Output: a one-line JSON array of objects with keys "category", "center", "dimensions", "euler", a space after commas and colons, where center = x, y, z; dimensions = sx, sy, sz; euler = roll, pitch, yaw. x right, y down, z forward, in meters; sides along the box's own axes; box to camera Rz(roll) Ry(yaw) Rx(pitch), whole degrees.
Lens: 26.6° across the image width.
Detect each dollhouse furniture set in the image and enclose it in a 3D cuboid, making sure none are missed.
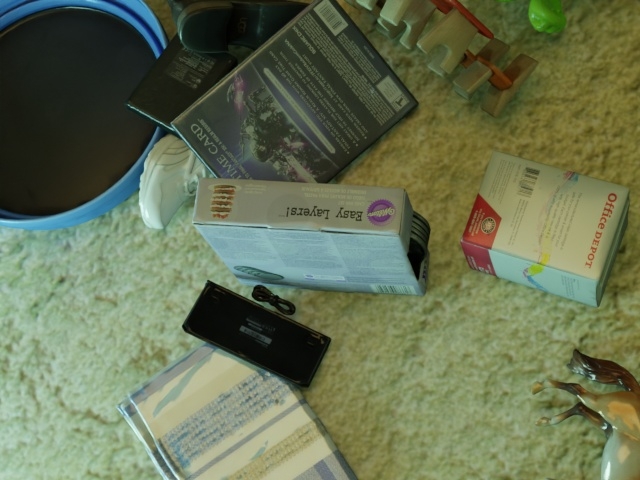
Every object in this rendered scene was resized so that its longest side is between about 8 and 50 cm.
[{"category": "dollhouse furniture set", "center": [0.140, -0.315, 1.744], "dimensions": [0.135, 0.262, 0.259], "euler": [-50, 32, 4]}]

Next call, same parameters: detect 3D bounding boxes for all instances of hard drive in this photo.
[{"category": "hard drive", "center": [-0.187, -0.211, 1.814], "dimensions": [0.094, 0.022, 0.135], "euler": [29, 72, 13]}]

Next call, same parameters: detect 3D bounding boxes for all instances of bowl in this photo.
[{"category": "bowl", "center": [-0.385, -0.197, 1.908], "dimensions": [0.391, 0.077, 0.391], "euler": [-4, 72, 11]}]

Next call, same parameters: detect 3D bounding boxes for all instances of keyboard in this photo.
[{"category": "keyboard", "center": [-0.077, 0.111, 1.742], "dimensions": [0.180, 0.023, 0.108], "euler": [26, 62, 3]}]

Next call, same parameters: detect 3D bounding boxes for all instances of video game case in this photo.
[{"category": "video game case", "center": [-0.033, -0.168, 1.790], "dimensions": [0.274, 0.026, 0.196], "euler": [-41, 100, -5]}]

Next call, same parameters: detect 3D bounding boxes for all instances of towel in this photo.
[{"category": "towel", "center": [-0.105, 0.258, 1.720], "dimensions": [0.209, 0.034, 0.285], "euler": [-36, 70, -3]}]

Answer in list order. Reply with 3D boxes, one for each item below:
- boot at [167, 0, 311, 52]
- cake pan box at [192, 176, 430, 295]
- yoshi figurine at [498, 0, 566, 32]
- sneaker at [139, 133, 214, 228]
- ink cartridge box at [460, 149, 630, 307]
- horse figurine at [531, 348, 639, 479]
[{"category": "boot", "center": [-0.123, -0.346, 1.876], "dimensions": [0.263, 0.091, 0.229], "euler": [1, 36, -27]}, {"category": "cake pan box", "center": [0.000, 0.000, 1.667], "dimensions": [0.267, 0.246, 0.070], "euler": [3, 73, 14]}, {"category": "yoshi figurine", "center": [0.303, -0.360, 1.680], "dimensions": [0.362, 0.203, 0.203], "euler": [-1, 100, -20]}, {"category": "sneaker", "center": [-0.159, -0.111, 1.825], "dimensions": [0.115, 0.090, 0.232], "euler": [25, 80, 15]}, {"category": "ink cartridge box", "center": [0.281, -0.012, 1.671], "dimensions": [0.176, 0.127, 0.128], "euler": [18, 76, 18]}, {"category": "horse figurine", "center": [0.338, 0.254, 1.606], "dimensions": [0.174, 0.066, 0.263], "euler": [-1, 74, 18]}]
